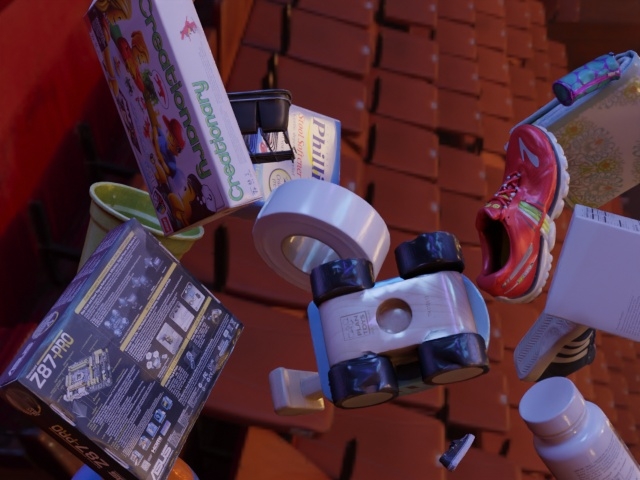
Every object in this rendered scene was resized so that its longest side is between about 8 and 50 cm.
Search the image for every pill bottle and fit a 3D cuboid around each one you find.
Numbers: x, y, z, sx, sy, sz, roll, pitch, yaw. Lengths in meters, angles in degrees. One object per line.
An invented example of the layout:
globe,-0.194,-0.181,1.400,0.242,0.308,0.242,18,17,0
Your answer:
pill bottle,0.435,0.345,1.408,0.229,0.131,0.131,53,19,-19

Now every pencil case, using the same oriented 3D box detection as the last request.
pencil case,0.585,-0.352,1.833,0.070,0.151,0.065,36,-28,59

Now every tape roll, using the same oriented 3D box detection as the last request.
tape roll,0.000,0.000,1.783,0.286,0.286,0.100,86,26,-53

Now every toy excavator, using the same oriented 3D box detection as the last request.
toy excavator,0.083,0.204,1.460,0.445,0.432,0.222,59,18,-65

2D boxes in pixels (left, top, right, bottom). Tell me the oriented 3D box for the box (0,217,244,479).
box,-0.334,0.202,1.490,0.318,0.097,0.395,48,43,-23

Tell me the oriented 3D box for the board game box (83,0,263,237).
board game box,-0.183,-0.168,1.010,0.193,0.053,0.305,-18,-87,55

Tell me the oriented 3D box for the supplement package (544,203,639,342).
supplement package,0.588,0.067,1.599,0.198,0.262,0.199,-28,134,-70

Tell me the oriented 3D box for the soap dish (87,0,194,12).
soap dish,-0.430,-0.609,2.089,0.291,0.229,0.118,-54,148,11

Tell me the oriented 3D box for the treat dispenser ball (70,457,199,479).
treat dispenser ball,-0.359,0.539,1.606,0.288,0.288,0.288,1,90,-86

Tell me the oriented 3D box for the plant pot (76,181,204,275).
plant pot,-0.446,0.038,1.949,0.276,0.276,0.254,-71,-174,-77

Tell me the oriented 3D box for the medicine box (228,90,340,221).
medicine box,-0.101,-0.180,1.989,0.289,0.149,0.264,11,76,-42

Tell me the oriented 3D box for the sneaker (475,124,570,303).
sneaker,0.288,-0.047,1.240,0.107,0.118,0.279,-12,-112,60

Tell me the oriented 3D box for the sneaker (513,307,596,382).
sneaker,0.575,0.203,1.871,0.350,0.148,0.131,118,-23,-47

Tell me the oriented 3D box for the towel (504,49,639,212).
towel,0.684,-0.247,2.037,0.320,0.374,0.090,36,35,-29

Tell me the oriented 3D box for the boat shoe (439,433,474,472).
boat shoe,0.307,0.467,1.874,0.142,0.040,0.049,-29,148,-59

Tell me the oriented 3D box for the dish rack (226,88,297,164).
dish rack,-0.143,-0.182,1.451,0.271,0.208,0.074,66,21,-82
